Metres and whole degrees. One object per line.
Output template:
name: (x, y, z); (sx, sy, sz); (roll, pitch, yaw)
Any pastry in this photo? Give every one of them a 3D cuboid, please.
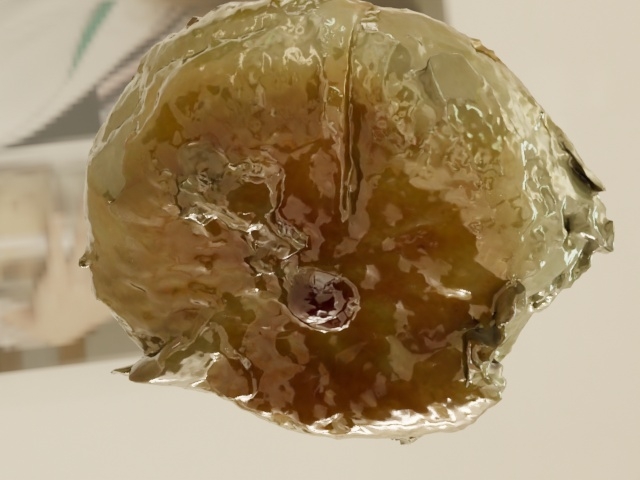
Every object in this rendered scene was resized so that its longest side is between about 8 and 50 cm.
pastry: (0.000, -0.005, 0.905); (0.257, 0.236, 0.121); (-52, -167, 38)
